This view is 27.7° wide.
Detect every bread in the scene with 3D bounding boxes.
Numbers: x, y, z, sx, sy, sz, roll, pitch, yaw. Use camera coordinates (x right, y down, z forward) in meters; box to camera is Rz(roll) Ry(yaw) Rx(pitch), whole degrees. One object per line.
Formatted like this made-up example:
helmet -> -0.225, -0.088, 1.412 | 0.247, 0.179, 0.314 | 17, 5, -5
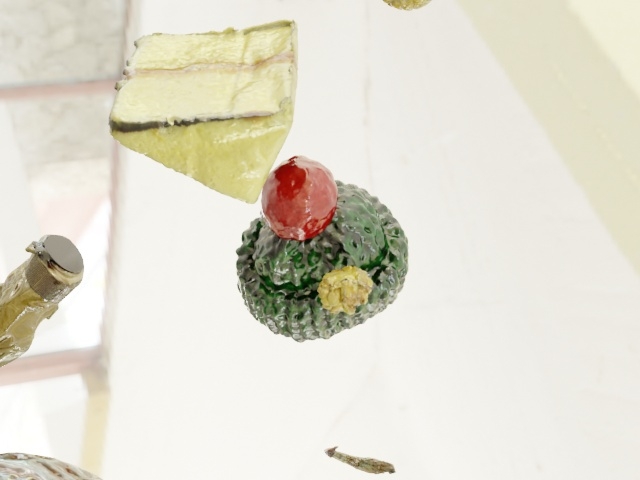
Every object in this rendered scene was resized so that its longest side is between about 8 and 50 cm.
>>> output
bread -> -0.156, -0.216, 1.788 | 0.263, 0.236, 0.198 | -86, -161, -55

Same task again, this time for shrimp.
shrimp -> 0.061, 0.342, 2.007 | 0.127, 0.091, 0.025 | 2, -112, 45

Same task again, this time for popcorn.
popcorn -> 0.037, 0.072, 1.879 | 0.083, 0.082, 0.057 | 0, -66, 35

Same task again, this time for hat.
hat -> 0.000, 0.000, 1.971 | 0.242, 0.274, 0.332 | 45, -17, 24

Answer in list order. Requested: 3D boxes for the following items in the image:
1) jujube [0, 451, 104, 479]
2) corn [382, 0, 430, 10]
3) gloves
jujube -> -0.381, 0.427, 1.825 | 0.246, 0.308, 0.215 | -81, -173, -60
corn -> 0.149, -0.397, 1.832 | 0.305, 0.106, 0.106 | -54, 155, -54
gloves -> -0.541, 0.124, 2.208 | 0.154, 0.331, 0.141 | 57, 15, 23
